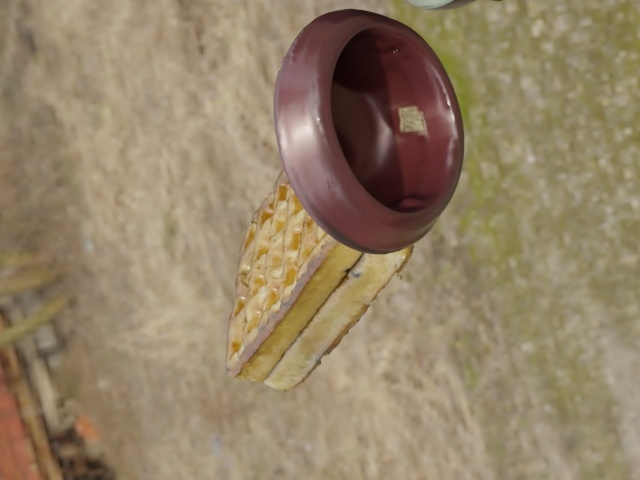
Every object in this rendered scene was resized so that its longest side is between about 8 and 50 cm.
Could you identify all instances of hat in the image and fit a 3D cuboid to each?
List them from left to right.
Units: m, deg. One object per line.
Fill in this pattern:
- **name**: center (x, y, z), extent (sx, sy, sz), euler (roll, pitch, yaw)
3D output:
- **hat**: center (0.028, -0.084, 1.327), extent (0.089, 0.205, 0.205), euler (-13, 91, 42)

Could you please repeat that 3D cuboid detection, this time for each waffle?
- **waffle**: center (0.001, 0.000, 1.713), extent (0.308, 0.091, 0.213), euler (129, 155, -50)

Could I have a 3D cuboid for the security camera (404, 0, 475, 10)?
- **security camera**: center (0.032, -0.321, 1.483), extent (0.191, 0.277, 0.197), euler (23, 101, 56)
